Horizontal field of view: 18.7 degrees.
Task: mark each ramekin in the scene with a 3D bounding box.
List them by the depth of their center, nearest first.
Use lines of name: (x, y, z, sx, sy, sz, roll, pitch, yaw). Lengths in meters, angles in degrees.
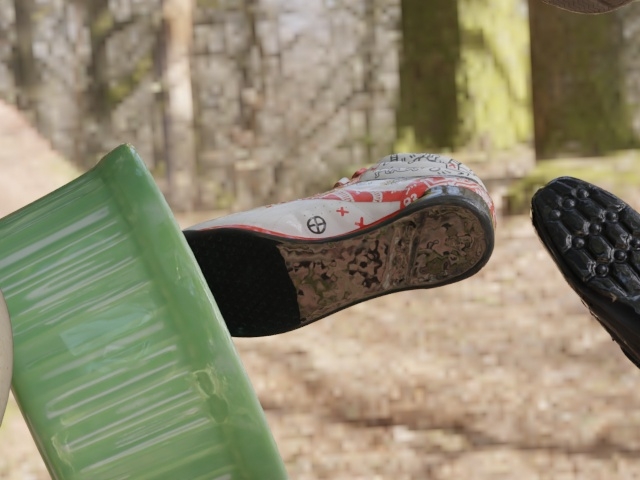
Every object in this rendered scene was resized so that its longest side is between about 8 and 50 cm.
ramekin: (-0.145, 0.095, 1.415, 0.148, 0.303, 0.303, -24, 11, -7)

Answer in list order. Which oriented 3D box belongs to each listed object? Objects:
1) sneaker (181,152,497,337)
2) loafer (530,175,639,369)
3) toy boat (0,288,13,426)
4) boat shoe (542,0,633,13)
sneaker: (0.001, 0.001, 1.473, 0.270, 0.090, 0.145, -11, 15, 8)
loafer: (0.227, 0.048, 1.364, 0.076, 0.223, 0.078, -36, -20, -17)
toy boat: (-0.327, 0.108, 1.150, 0.148, 0.318, 0.267, 43, 0, -41)
boat shoe: (0.096, -0.292, 1.118, 0.132, 0.355, 0.130, -24, 28, 31)
